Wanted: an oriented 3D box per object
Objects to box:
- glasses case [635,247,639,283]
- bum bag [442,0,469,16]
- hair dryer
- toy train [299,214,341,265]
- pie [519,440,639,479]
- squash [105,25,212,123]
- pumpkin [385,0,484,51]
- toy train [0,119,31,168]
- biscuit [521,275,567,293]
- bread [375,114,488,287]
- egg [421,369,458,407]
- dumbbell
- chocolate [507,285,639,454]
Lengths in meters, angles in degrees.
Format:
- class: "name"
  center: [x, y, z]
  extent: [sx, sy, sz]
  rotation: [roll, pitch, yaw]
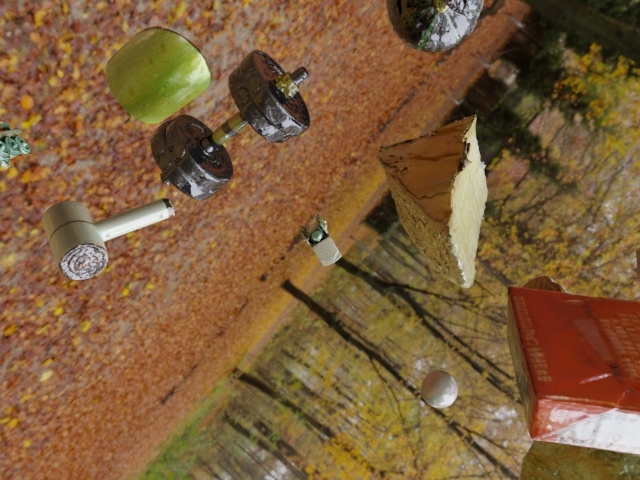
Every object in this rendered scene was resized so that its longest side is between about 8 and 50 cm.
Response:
- class: "glasses case"
  center: [0.768, 0.053, 1.242]
  extent: [0.071, 0.047, 0.205]
  rotation: [-42, 176, 33]
- class: "bum bag"
  center: [0.251, -0.469, 1.041]
  extent: [0.124, 0.058, 0.034]
  rotation: [8, 137, -47]
- class: "hair dryer"
  center: [-0.560, -0.045, 1.506]
  extent: [0.361, 0.203, 0.128]
  rotation: [-23, 140, -22]
- class: "toy train"
  center: [0.000, 0.000, 1.527]
  extent: [0.080, 0.125, 0.194]
  rotation: [-31, -173, 2]
- class: "pie"
  center: [0.459, 0.431, 0.892]
  extent: [0.257, 0.275, 0.105]
  rotation: [-1, -177, 37]
- class: "squash"
  center: [-0.441, -0.499, 1.561]
  extent: [0.308, 0.234, 0.210]
  rotation: [-27, -148, 29]
- class: "pumpkin"
  center: [0.339, -0.721, 1.621]
  extent: [0.315, 0.315, 0.238]
  rotation: [-51, -164, 16]
- class: "toy train"
  center: [-0.638, -0.198, 1.047]
  extent: [0.074, 0.118, 0.176]
  rotation: [-29, -164, 5]
- class: "biscuit"
  center: [0.538, 0.219, 1.234]
  extent: [0.186, 0.044, 0.295]
  rotation: [-32, -131, 39]
- class: "bread"
  center: [0.285, -0.090, 1.083]
  extent: [0.278, 0.315, 0.249]
  rotation: [-27, 127, -11]
- class: "egg"
  center: [0.342, 0.428, 1.563]
  extent: [0.103, 0.103, 0.135]
  rotation: [-50, 163, 16]
- class: "dumbbell"
  center: [-0.182, -0.226, 1.094]
  extent: [0.388, 0.185, 0.185]
  rotation: [-32, -179, 21]
- class: "chocolate"
  center: [0.390, 0.180, 0.771]
  extent: [0.237, 0.234, 0.108]
  rotation: [-77, 173, -56]
